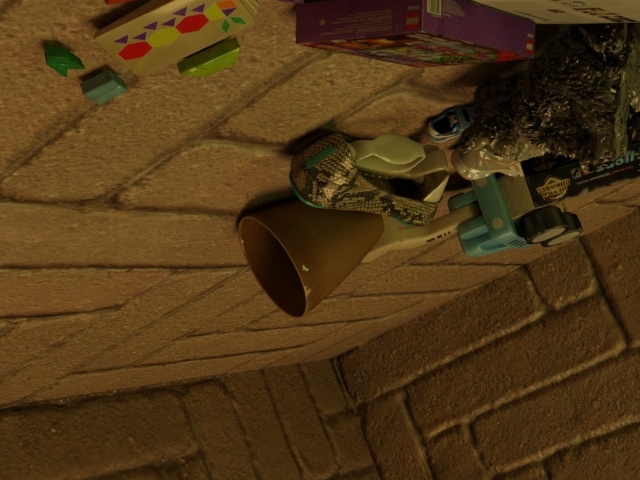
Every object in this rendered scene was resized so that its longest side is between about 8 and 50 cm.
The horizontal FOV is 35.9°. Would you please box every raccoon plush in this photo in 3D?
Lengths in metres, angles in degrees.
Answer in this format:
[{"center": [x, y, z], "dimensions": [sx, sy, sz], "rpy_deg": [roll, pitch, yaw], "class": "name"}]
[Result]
[{"center": [0.367, -0.307, 1.638], "dimensions": [0.299, 0.446, 0.216], "rpy_deg": [10, -140, 27], "class": "raccoon plush"}]

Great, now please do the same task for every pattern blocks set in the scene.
[{"center": [-0.170, -0.266, 1.198], "dimensions": [0.325, 0.026, 0.285], "rpy_deg": [-21, 165, 1], "class": "pattern blocks set"}]

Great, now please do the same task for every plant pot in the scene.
[{"center": [0.000, 0.000, 2.058], "dimensions": [0.254, 0.237, 0.237], "rpy_deg": [-29, 170, -24], "class": "plant pot"}]

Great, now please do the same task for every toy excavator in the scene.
[{"center": [0.345, -0.045, 2.348], "dimensions": [0.445, 0.222, 0.433], "rpy_deg": [-26, 164, 24], "class": "toy excavator"}]

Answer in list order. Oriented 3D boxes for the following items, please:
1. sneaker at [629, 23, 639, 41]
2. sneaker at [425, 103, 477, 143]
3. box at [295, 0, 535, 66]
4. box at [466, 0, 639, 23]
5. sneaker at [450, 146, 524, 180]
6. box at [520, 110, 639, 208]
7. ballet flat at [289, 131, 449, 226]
[{"center": [0.546, -0.389, 1.650], "dimensions": [0.130, 0.109, 0.286], "rpy_deg": [-2, 148, -36], "class": "sneaker"}, {"center": [0.271, -0.230, 1.898], "dimensions": [0.144, 0.053, 0.059], "rpy_deg": [-24, 163, 5], "class": "sneaker"}, {"center": [0.135, -0.282, 1.341], "dimensions": [0.201, 0.057, 0.293], "rpy_deg": [4, -176, 39], "class": "box"}, {"center": [0.319, -0.326, 1.290], "dimensions": [0.322, 0.058, 0.232], "rpy_deg": [8, -173, 40], "class": "box"}, {"center": [0.415, -0.199, 2.131], "dimensions": [0.263, 0.099, 0.121], "rpy_deg": [-14, 159, -31], "class": "sneaker"}, {"center": [0.525, -0.163, 1.854], "dimensions": [0.293, 0.073, 0.295], "rpy_deg": [-18, -168, 11], "class": "box"}, {"center": [0.141, -0.125, 1.900], "dimensions": [0.182, 0.164, 0.483], "rpy_deg": [-36, 157, 28], "class": "ballet flat"}]
